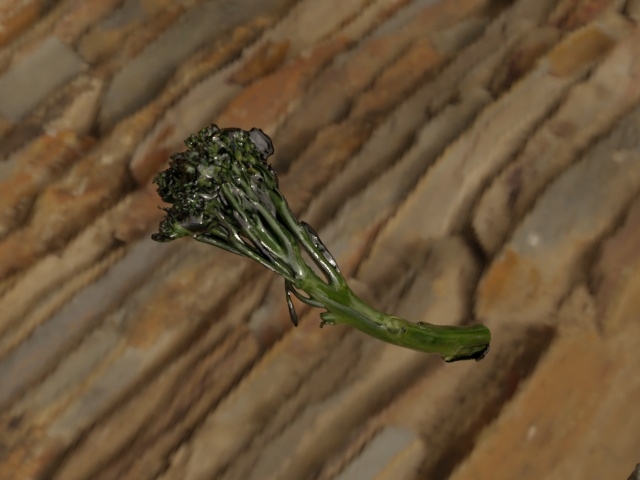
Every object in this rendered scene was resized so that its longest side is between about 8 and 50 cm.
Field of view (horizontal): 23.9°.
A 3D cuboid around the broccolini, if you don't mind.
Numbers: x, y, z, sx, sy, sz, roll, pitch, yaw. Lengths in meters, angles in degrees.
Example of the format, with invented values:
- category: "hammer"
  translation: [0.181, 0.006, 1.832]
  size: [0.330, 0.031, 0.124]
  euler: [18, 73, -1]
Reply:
- category: "broccolini"
  translation: [0.007, 0.005, 0.998]
  size: [0.271, 0.062, 0.123]
  euler: [28, 50, -27]

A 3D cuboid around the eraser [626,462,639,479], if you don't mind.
- category: "eraser"
  translation: [0.301, 0.390, 1.542]
  size: [0.155, 0.102, 0.332]
  euler: [-39, 149, -55]
